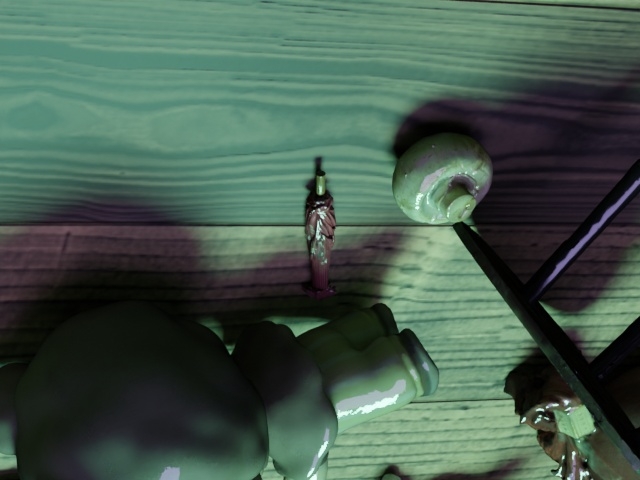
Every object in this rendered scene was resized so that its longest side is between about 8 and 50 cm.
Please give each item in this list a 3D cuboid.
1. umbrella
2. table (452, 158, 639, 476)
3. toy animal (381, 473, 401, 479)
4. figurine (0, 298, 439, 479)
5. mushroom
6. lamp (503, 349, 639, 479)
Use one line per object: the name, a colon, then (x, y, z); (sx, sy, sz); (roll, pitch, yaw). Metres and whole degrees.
umbrella: (0.000, 0.000, 1.589); (0.027, 0.025, 0.165); (-31, 148, -22)
table: (0.318, 0.052, 1.591); (0.249, 0.317, 0.317); (-38, 139, 7)
toy animal: (0.129, 0.313, 1.946); (0.181, 0.127, 0.131); (11, 127, -18)
figurine: (-0.089, 0.143, 1.579); (0.380, 0.248, 0.203); (-15, 138, -25)
mushroom: (0.099, -0.048, 1.539); (0.083, 0.067, 0.083); (-15, 136, -15)
lamp: (0.311, 0.189, 1.850); (0.223, 0.151, 0.215); (-20, 138, 3)
